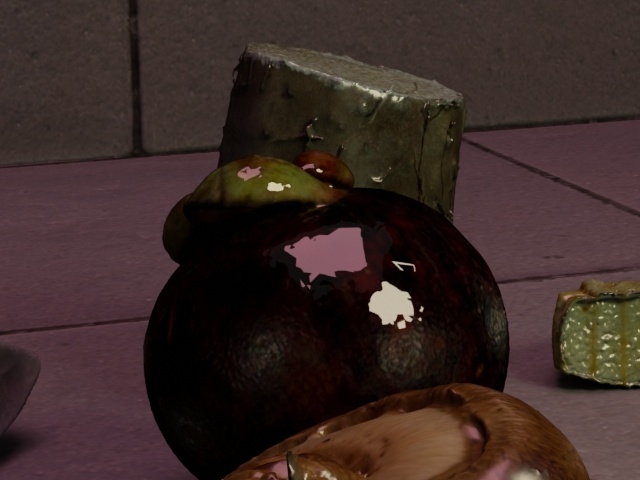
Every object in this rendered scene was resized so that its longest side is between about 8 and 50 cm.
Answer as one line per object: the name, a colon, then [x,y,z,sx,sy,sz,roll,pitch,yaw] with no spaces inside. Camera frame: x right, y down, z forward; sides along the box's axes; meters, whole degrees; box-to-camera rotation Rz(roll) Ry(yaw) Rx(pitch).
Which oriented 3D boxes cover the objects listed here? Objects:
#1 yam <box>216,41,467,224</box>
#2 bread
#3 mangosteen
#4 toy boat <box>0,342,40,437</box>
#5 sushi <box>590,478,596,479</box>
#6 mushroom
yam: [0.000,0.000,1.634,0.241,0.348,0.241,9,17,-3]
bread: [0.289,0.085,1.702,0.156,0.103,0.110,2,1,-7]
mangosteen: [-0.001,0.071,1.357,0.288,0.288,0.288,-1,13,0]
toy boat: [-0.400,0.154,1.484,0.293,0.111,0.276,-11,10,13]
sushi: [0.103,0.209,1.254,0.290,0.050,0.264,-12,16,-36]
mushroom: [0.016,0.187,1.025,0.297,0.163,0.278,-23,-3,23]
